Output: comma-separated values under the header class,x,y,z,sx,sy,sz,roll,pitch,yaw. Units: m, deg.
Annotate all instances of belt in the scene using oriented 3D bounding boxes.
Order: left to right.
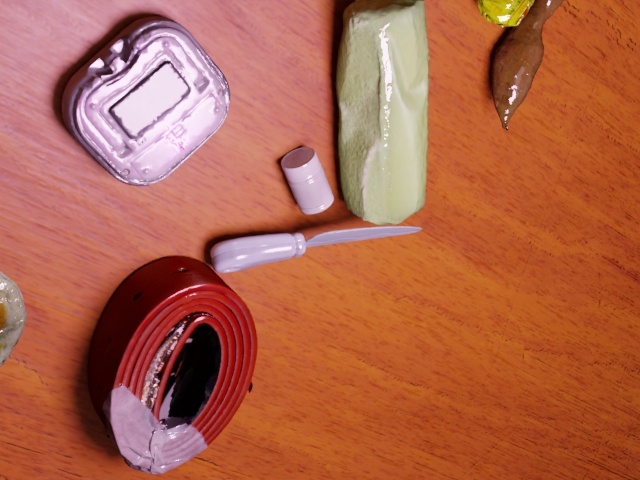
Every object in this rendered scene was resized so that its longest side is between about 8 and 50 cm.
class,x,y,z,sx,sy,sz,roll,pitch,yaw
belt,-0.219,0.190,1.728,0.227,0.115,0.324,6,110,-31

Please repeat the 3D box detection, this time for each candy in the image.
class,x,y,z,sx,sy,sz,roll,pitch,yaw
candy,0.100,-0.190,1.721,0.142,0.132,0.343,-12,120,-17
candy,0.208,-0.401,1.732,0.262,0.077,0.073,27,119,-29

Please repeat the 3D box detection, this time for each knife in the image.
class,x,y,z,sx,sy,sz,roll,pitch,yaw
knife,0.000,-0.001,1.749,0.331,0.080,0.044,-9,75,-11

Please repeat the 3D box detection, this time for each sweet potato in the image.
class,x,y,z,sx,sy,sz,roll,pitch,yaw
sweet potato,0.319,-0.306,1.834,0.075,0.075,0.269,25,88,-37

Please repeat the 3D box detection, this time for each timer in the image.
class,x,y,z,sx,sy,sz,roll,pitch,yaw
timer,-0.230,-0.183,1.567,0.208,0.069,0.191,-43,125,-4

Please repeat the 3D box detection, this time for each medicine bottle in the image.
class,x,y,z,sx,sy,sz,roll,pitch,yaw
medicine bottle,-0.019,-0.089,1.746,0.057,0.057,0.089,-33,126,-13

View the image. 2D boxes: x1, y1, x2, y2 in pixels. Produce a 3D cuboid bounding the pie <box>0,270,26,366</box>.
class,x,y,z,sx,sy,sz,roll,pitch,yaw
pie,-0.507,0.111,1.555,0.240,0.054,0.240,-13,121,-23
